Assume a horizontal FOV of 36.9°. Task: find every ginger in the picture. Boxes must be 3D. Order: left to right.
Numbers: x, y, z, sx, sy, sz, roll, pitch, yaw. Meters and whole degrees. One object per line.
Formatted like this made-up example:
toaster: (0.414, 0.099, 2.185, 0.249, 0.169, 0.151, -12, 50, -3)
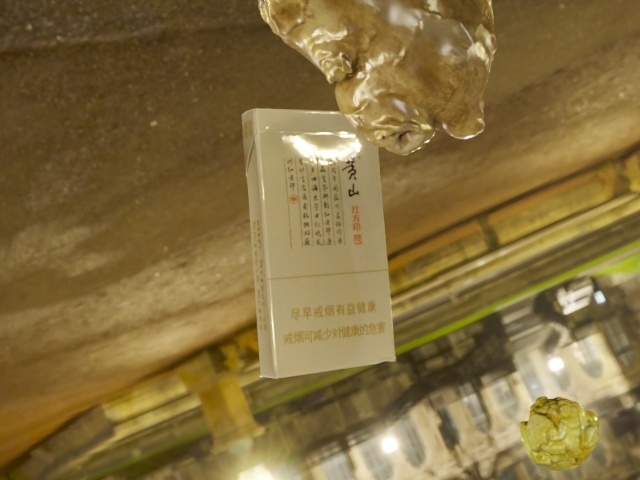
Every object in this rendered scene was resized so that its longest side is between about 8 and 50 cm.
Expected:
ginger: (0.046, -0.189, 0.889, 0.270, 0.219, 0.123, 0, 165, -27)

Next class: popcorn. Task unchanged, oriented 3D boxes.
popcorn: (0.355, 0.283, 1.424, 0.116, 0.106, 0.121, -31, 139, 7)

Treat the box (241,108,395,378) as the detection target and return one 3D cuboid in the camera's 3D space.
box: (-0.001, -0.001, 1.351, 0.204, 0.365, 0.051, -3, 178, -31)
